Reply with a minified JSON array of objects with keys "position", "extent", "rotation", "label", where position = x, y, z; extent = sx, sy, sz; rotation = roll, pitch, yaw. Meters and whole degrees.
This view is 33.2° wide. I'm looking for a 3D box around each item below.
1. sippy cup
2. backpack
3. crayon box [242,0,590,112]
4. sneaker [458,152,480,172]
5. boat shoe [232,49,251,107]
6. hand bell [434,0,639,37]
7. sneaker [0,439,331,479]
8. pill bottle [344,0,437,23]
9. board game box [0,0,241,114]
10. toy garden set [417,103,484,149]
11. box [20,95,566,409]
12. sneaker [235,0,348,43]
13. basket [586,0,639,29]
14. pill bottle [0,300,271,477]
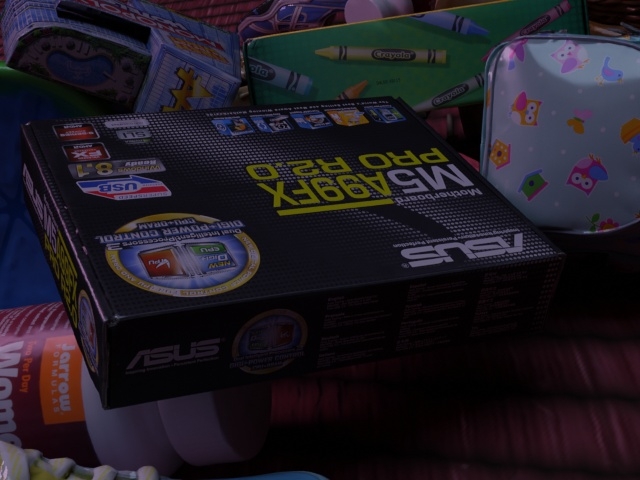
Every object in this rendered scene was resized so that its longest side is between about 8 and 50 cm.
[{"position":[-0.232,-0.053,0.936],"extent":[0.305,0.240,0.224],"rotation":[25,18,-2],"label":"sippy cup"},{"position":[0.200,-0.058,0.711],"extent":[0.188,0.166,0.144],"rotation":[4,-5,21],"label":"backpack"},{"position":[0.081,-0.153,0.940],"extent":[0.278,0.081,0.165],"rotation":[-8,7,3],"label":"crayon box"},{"position":[0.000,-0.001,0.789],"extent":[0.314,0.116,0.136],"rotation":[-31,30,-28],"label":"sneaker"},{"position":[-0.110,-0.158,1.200],"extent":[0.104,0.089,0.285],"rotation":[-2,29,30],"label":"boat shoe"},{"position":[0.243,-0.206,1.046],"extent":[0.242,0.126,0.126],"rotation":[24,40,15],"label":"hand bell"},{"position":[-0.142,0.129,0.504],"extent":[0.319,0.208,0.127],"rotation":[-16,25,-1],"label":"sneaker"},{"position":[0.103,-0.313,1.390],"extent":[0.086,0.086,0.152],"rotation":[10,37,44],"label":"pill bottle"},{"position":[-0.137,-0.139,0.815],"extent":[0.194,0.060,0.194],"rotation":[16,18,-25],"label":"board game box"},{"position":[0.094,-0.140,1.088],"extent":[0.203,0.049,0.244],"rotation":[-5,28,23],"label":"toy garden set"},{"position":[-0.026,-0.010,0.650],"extent":[0.270,0.060,0.216],"rotation":[-7,34,-23],"label":"box"},{"position":[-0.034,-0.312,1.491],"extent":[0.211,0.081,0.080],"rotation":[-19,20,39],"label":"sneaker"},{"position":[0.385,-0.283,1.151],"extent":[0.299,0.223,0.213],"rotation":[3,65,35],"label":"basket"},{"position":[-0.151,0.097,0.675],"extent":[0.221,0.121,0.121],"rotation":[-9,26,17],"label":"pill bottle"}]
